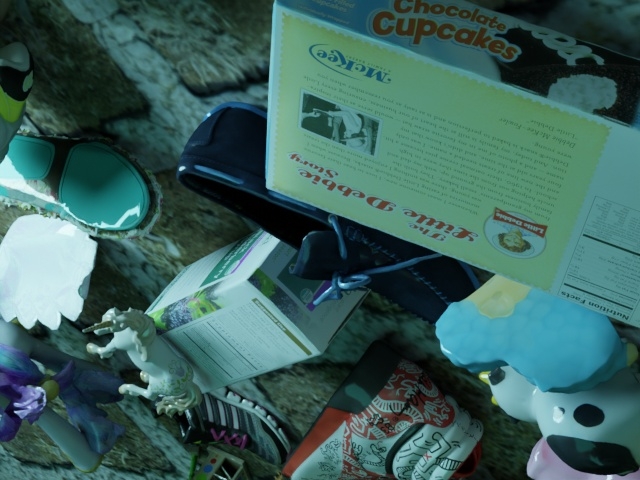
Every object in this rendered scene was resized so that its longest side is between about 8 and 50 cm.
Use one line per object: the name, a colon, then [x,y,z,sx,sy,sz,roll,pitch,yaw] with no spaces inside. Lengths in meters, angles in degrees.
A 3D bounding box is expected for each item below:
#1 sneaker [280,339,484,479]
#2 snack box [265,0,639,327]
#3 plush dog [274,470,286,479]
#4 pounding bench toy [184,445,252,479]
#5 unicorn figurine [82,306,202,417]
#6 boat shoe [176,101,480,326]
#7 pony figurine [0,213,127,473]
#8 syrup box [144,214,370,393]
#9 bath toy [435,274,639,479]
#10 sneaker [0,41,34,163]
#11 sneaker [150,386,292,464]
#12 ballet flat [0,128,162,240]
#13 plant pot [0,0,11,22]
sneaker: [0.059,0.205,1.286,0.145,0.090,0.270,37,147,5]
snack box: [0.122,-0.053,0.867,0.322,0.060,0.187,21,146,9]
plush dog: [-0.006,0.351,1.412,0.225,0.211,0.262,-155,65,-74]
pounding bench toy: [-0.135,0.283,1.608,0.083,0.065,0.052,19,145,28]
unicorn figurine: [-0.164,0.099,1.229,0.162,0.060,0.111,36,152,-29]
boat shoe: [0.000,0.000,1.073,0.258,0.089,0.109,32,149,8]
pony figurine: [-0.359,0.116,1.460,0.351,0.302,0.363,23,162,38]
syrup box: [-0.064,0.058,1.211,0.096,0.093,0.237,45,148,-12]
bath toy: [0.210,0.170,1.049,0.129,0.151,0.348,-26,125,9]
sneaker: [-0.396,-0.221,1.171,0.385,0.145,0.147,42,119,-5]
sneaker: [-0.112,0.199,1.464,0.170,0.075,0.063,34,149,4]
ballet flat: [-0.221,-0.053,1.254,0.241,0.091,0.077,20,176,33]
plant pot: [-0.306,-0.263,1.011,0.237,0.109,0.237,25,147,18]
